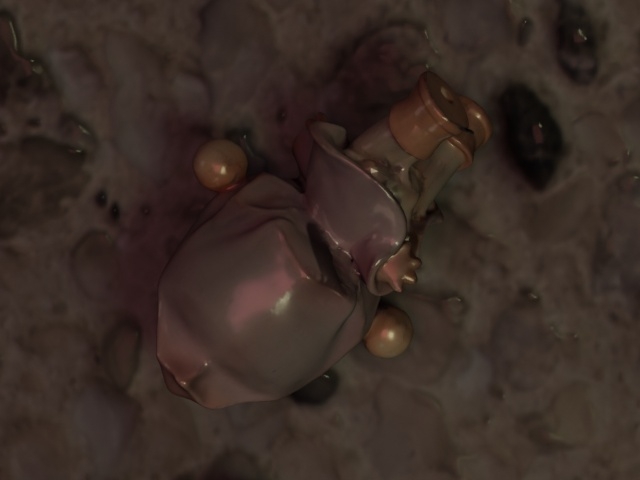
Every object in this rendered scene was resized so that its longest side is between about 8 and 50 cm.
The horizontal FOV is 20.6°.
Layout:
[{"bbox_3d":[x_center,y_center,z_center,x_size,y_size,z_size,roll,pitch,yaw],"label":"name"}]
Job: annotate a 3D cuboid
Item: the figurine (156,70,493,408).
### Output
[{"bbox_3d":[-0.001,0.001,1.182,0.200,0.133,0.276,44,103,-9],"label":"figurine"}]
